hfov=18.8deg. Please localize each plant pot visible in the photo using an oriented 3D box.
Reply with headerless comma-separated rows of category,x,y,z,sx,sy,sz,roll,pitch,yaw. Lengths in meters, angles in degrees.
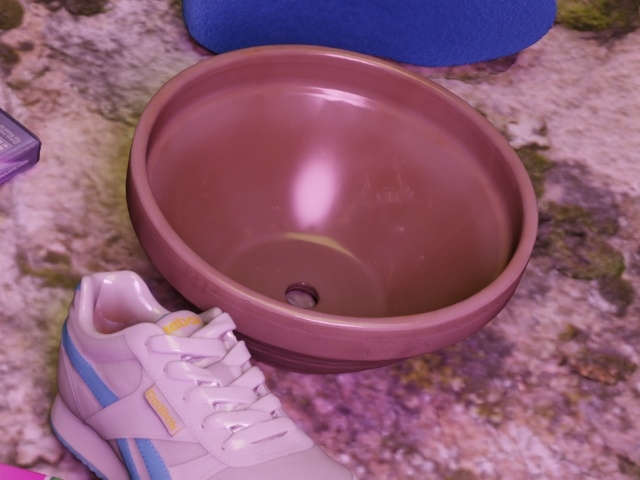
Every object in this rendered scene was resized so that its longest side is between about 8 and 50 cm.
plant pot,0.000,0.000,1.131,0.237,0.109,0.237,8,43,-7

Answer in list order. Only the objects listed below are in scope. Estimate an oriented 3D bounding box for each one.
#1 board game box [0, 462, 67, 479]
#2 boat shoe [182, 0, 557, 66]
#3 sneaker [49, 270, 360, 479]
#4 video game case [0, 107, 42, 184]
board game box,-0.273,0.189,0.903,0.317,0.064,0.242,14,44,-1
boat shoe,0.034,-0.184,1.331,0.258,0.109,0.089,4,42,-14
sneaker,-0.063,0.090,0.987,0.087,0.092,0.229,-13,28,-41
video game case,-0.333,-0.048,1.154,0.196,0.026,0.274,37,47,21
